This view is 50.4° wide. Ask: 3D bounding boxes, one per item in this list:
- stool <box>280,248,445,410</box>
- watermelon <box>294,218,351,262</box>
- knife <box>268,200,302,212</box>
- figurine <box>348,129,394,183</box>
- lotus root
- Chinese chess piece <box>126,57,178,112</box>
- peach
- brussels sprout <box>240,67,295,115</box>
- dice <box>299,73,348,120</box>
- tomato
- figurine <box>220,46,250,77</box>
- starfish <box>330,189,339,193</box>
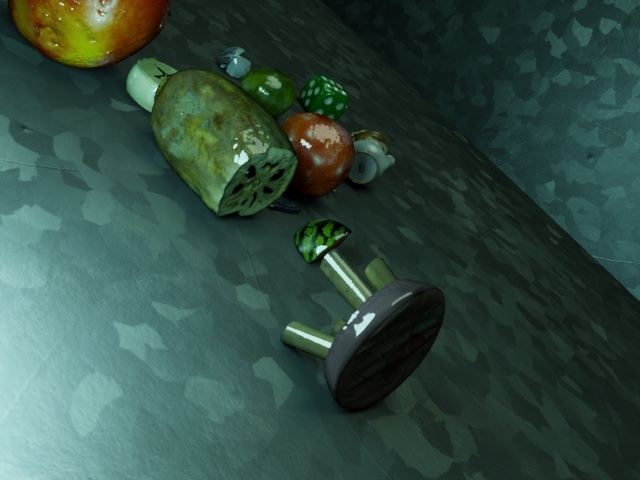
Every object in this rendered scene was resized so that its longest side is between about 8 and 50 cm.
[{"bbox_3d":[0.080,0.153,1.243,0.272,0.272,0.178,4,28,-50],"label":"stool"},{"bbox_3d":[0.000,0.000,1.606,0.135,0.125,0.094,40,-13,48],"label":"watermelon"},{"bbox_3d":[-0.091,-0.085,1.672,0.121,0.018,0.031,7,46,-47],"label":"knife"},{"bbox_3d":[0.142,-0.269,2.153,0.190,0.142,0.263,14,26,3],"label":"figurine"},{"bbox_3d":[-0.224,-0.228,1.494,0.346,0.250,0.250,45,26,22],"label":"lotus root"},{"bbox_3d":[-0.386,-0.372,1.690,0.189,0.083,0.188,31,23,-15],"label":"Chinese chess piece"},{"bbox_3d":[-0.505,-0.587,1.512,0.339,0.416,0.353,52,26,13],"label":"peach"},{"bbox_3d":[-0.153,-0.450,2.069,0.162,0.143,0.181,14,19,41],"label":"brussels sprout"},{"bbox_3d":[0.013,-0.497,2.382,0.128,0.120,0.130,19,33,-36],"label":"dice"},{"bbox_3d":[-0.022,-0.218,1.765,0.232,0.232,0.188,25,53,-27],"label":"tomato"},{"bbox_3d":[-0.275,-0.569,2.183,0.095,0.086,0.082,-22,35,-15],"label":"figurine"},{"bbox_3d":[0.014,-0.159,1.925,0.091,0.028,0.078,31,32,-22],"label":"starfish"}]
